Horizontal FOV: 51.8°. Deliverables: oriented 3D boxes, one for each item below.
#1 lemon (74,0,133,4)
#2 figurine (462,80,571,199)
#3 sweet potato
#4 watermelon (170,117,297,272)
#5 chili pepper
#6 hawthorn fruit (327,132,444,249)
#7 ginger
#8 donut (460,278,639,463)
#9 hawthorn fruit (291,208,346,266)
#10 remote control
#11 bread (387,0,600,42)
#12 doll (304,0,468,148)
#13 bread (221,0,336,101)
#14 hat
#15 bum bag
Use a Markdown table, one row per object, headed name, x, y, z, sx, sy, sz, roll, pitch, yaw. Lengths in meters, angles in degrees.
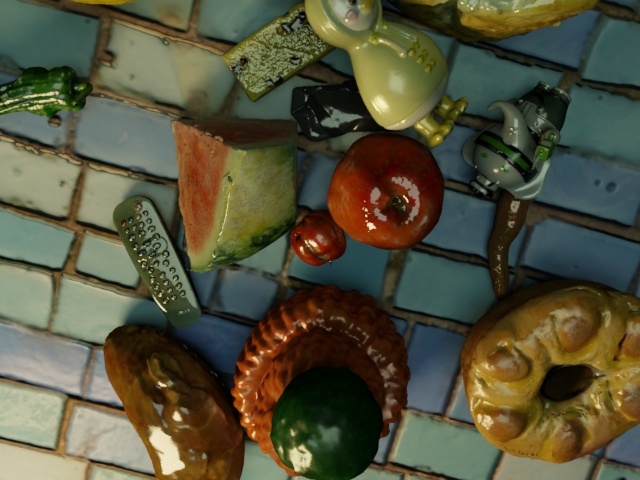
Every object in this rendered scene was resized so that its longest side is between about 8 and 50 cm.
| name | x | y | z | sx | sy | sz | roll | pitch | yaw |
| --- | --- | --- | --- | --- | --- | --- | --- | --- | --- |
| lemon | -0.293 | -0.457 | 0.794 | 0.348 | 0.348 | 0.348 | 0 | 102 | -1 |
| figurine | 0.291 | -0.145 | 0.983 | 0.147 | 0.126 | 0.192 | 40 | 100 | 32 |
| sweet potato | 0.295 | 0.003 | 1.050 | 0.050 | 0.050 | 0.214 | 6 | 106 | -3 |
| watermelon | -0.130 | -0.079 | 0.959 | 0.193 | 0.232 | 0.310 | 1 | 147 | -4 |
| chili pepper | -0.448 | -0.205 | 0.956 | 0.257 | 0.100 | 0.074 | -13 | 97 | 4 |
| hawthorn fruit | 0.096 | -0.068 | 0.963 | 0.189 | 0.189 | 0.189 | 0 | 102 | -1 |
| ginger | -0.217 | 0.264 | 1.036 | 0.172 | 0.165 | 0.321 | -26 | 93 | 40 |
| donut | 0.377 | 0.201 | 1.035 | 0.317 | 0.150 | 0.299 | 8 | 104 | -7 |
| hawthorn fruit | 0.000 | 0.000 | 1.023 | 0.093 | 0.093 | 0.093 | 0 | 102 | -1 |
| remote control | -0.254 | 0.035 | 1.044 | 0.072 | 0.042 | 0.222 | -24 | 101 | 4 |
| bread | 0.203 | -0.465 | 0.844 | 0.264 | 0.239 | 0.395 | -2 | 102 | -1 |
| doll | 0.082 | -0.255 | 0.881 | 0.296 | 0.117 | 0.141 | 47 | 65 | -26 |
| bread | -0.031 | -0.298 | 0.972 | 0.226 | 0.049 | 0.088 | -33 | 101 | 5 |
| hat | 0.013 | 0.240 | 0.917 | 0.285 | 0.400 | 0.285 | -1 | 105 | -4 |
| bum bag | 0.053 | -0.201 | 0.996 | 0.197 | 0.049 | 0.087 | -7 | 98 | 1 |
